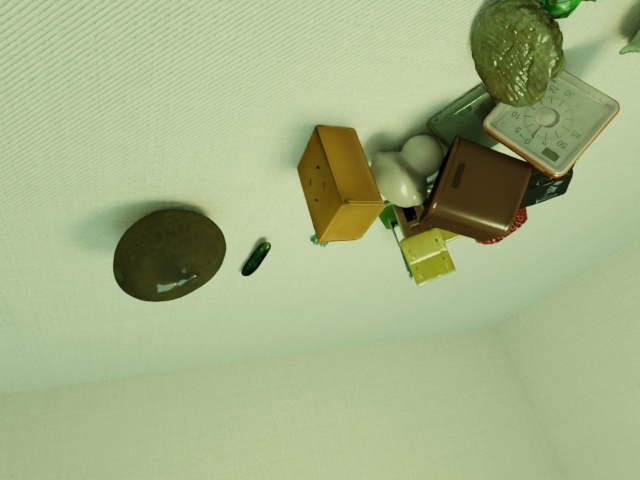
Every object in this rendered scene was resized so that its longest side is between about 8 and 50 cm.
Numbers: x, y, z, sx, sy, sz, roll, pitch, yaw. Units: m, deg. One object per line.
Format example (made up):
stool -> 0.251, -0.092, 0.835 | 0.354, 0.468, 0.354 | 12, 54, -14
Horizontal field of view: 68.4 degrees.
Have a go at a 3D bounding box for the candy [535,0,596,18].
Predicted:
candy -> 0.649, -0.584, 1.120 | 0.323, 0.097, 0.097 | -14, 153, -21

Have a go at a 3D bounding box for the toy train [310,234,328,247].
toy train -> 0.000, 0.000, 1.859 | 0.092, 0.029, 0.045 | 12, 125, -47

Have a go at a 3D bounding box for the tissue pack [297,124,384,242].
tissue pack -> 0.051, -0.158, 1.344 | 0.145, 0.275, 0.194 | -1, 149, -26

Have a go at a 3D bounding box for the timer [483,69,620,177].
timer -> 0.619, -0.319, 1.304 | 0.250, 0.257, 0.161 | -44, 162, -13

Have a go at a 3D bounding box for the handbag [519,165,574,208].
handbag -> 0.846, -0.228, 1.827 | 0.274, 0.088, 0.244 | -16, 148, 2

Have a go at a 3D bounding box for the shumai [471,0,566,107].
shumai -> 0.505, -0.484, 1.151 | 0.204, 0.222, 0.272 | -47, 149, -20

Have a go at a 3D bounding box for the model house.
model house -> 0.424, 0.011, 1.780 | 0.300, 0.324, 0.340 | -22, 151, 12

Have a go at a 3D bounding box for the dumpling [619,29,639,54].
dumpling -> 0.949, -0.535, 1.200 | 0.320, 0.212, 0.270 | 5, 150, -15

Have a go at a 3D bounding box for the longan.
longan -> -0.466, 0.045, 1.458 | 0.349, 0.289, 0.288 | -22, 152, -7

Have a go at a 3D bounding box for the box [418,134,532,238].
box -> 0.462, -0.142, 1.443 | 0.229, 0.240, 0.339 | 20, 178, 7

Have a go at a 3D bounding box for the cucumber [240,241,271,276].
cucumber -> -0.251, 0.076, 1.841 | 0.056, 0.056, 0.284 | 2, 151, -29

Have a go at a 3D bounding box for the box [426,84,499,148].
box -> 0.471, -0.352, 1.452 | 0.210, 0.045, 0.270 | -32, 147, 27

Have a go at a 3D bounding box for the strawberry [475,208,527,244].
strawberry -> 0.778, -0.058, 2.065 | 0.285, 0.106, 0.188 | -22, 152, 10

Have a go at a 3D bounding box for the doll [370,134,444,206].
doll -> 0.275, -0.224, 1.438 | 0.221, 0.221, 0.251 | -37, 171, 34
